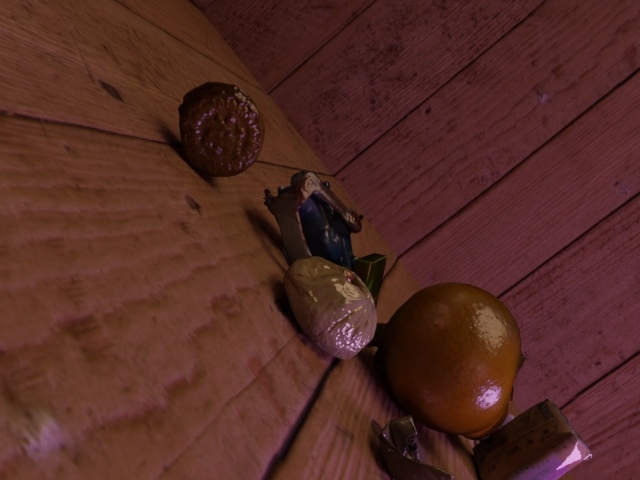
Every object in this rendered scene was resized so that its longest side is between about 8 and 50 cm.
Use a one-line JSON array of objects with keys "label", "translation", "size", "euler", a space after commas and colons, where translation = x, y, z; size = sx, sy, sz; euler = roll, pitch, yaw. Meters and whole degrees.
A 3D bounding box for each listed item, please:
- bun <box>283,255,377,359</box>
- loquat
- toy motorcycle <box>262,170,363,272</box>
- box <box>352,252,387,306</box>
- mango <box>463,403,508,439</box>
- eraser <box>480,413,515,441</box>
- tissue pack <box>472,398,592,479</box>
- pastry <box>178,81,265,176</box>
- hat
[{"label": "bun", "translation": [0.023, 0.114, 1.275], "size": [0.220, 0.134, 0.220], "euler": [49, 11, -13]}, {"label": "loquat", "translation": [0.261, 0.246, 1.436], "size": [0.359, 0.329, 0.328], "euler": [15, 10, 3]}, {"label": "toy motorcycle", "translation": [-0.019, 0.006, 1.500], "size": [0.182, 0.241, 0.319], "euler": [-8, -63, 50]}, {"label": "box", "translation": [0.109, 0.123, 1.571], "size": [0.043, 0.173, 0.311], "euler": [12, 3, 11]}, {"label": "mango", "translation": [0.394, 0.410, 1.615], "size": [0.109, 0.157, 0.262], "euler": [45, -17, 31]}, {"label": "eraser", "translation": [0.558, 0.618, 1.869], "size": [0.068, 0.124, 0.210], "euler": [42, 14, -45]}, {"label": "tissue pack", "translation": [0.507, 0.520, 1.617], "size": [0.123, 0.256, 0.215], "euler": [46, 10, -8]}, {"label": "pastry", "translation": [-0.206, -0.231, 1.362], "size": [0.189, 0.188, 0.103], "euler": [46, 4, -25]}, {"label": "hat", "translation": [0.164, 0.402, 1.112], "size": [0.147, 0.084, 0.175], "euler": [47, -21, 59]}]
